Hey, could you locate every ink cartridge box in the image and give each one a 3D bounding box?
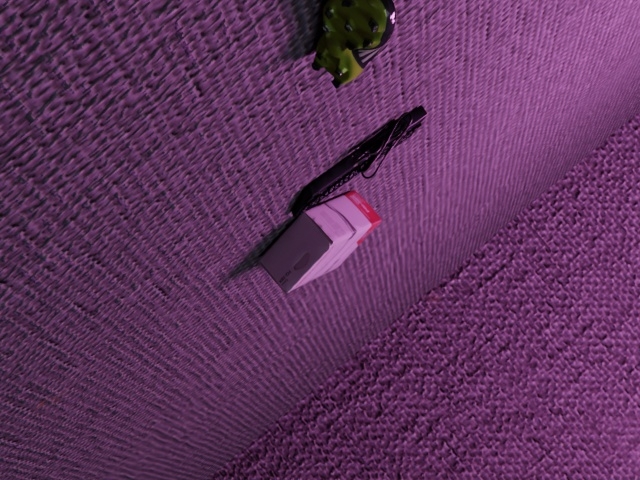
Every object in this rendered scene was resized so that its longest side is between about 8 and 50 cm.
[{"bbox_3d":[0.000,0.000,2.138,0.099,0.056,0.135,-47,169,29],"label":"ink cartridge box"}]

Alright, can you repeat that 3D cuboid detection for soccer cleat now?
[{"bbox_3d":[0.037,-0.188,1.485,0.072,0.060,0.179,-48,179,-17],"label":"soccer cleat"}]

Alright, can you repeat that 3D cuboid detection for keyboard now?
[{"bbox_3d":[0.055,-0.086,2.029,0.192,0.038,0.100,-37,169,-24],"label":"keyboard"}]
